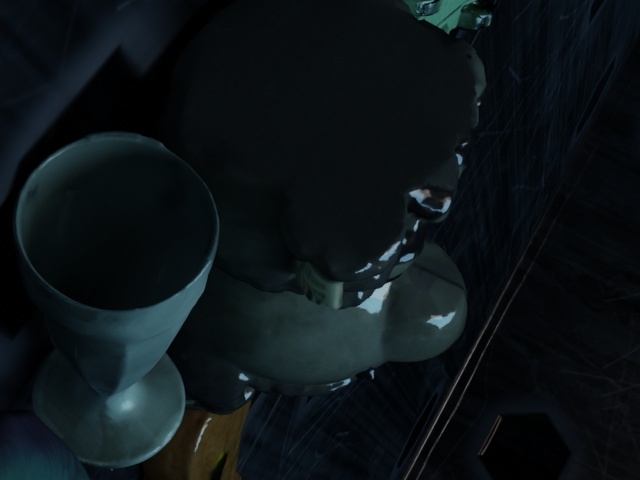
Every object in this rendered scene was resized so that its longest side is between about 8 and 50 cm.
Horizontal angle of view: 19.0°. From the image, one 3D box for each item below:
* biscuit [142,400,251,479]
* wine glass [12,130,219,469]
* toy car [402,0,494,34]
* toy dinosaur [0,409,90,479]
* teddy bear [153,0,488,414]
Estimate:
[{"bbox_3d":[-0.103,0.214,1.167,0.202,0.047,0.334,-57,169,-30],"label":"biscuit"},{"bbox_3d":[-0.082,0.030,0.729,0.073,0.073,0.155,-57,172,-30],"label":"wine glass"},{"bbox_3d":[0.059,-0.134,1.043,0.143,0.054,0.073,-45,159,-48],"label":"toy car"},{"bbox_3d":[-0.119,0.099,0.713,0.331,0.129,0.383,-69,177,-53],"label":"toy dinosaur"},{"bbox_3d":[0.004,-0.017,0.841,0.251,0.144,0.171,101,4,-66],"label":"teddy bear"}]
